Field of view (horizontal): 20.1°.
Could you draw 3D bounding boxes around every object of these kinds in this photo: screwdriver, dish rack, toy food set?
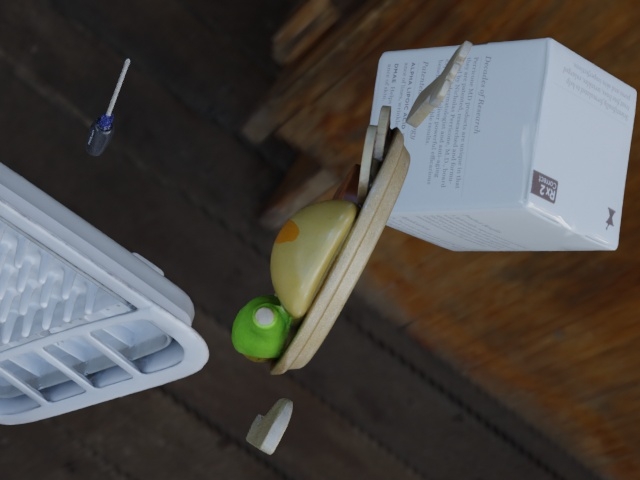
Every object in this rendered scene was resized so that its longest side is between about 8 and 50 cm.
[{"bbox_3d":[-0.198,-0.123,1.708,0.024,0.170,0.025,8,66,-15],"label":"screwdriver"},{"bbox_3d":[-0.274,0.022,1.392,0.333,0.285,0.072,37,49,-37],"label":"dish rack"},{"bbox_3d":[0.000,0.000,0.802,0.038,0.132,0.192,27,81,-3],"label":"toy food set"}]

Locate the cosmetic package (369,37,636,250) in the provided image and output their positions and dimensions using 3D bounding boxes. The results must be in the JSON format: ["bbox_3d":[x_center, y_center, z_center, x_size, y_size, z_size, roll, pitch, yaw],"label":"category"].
[{"bbox_3d":[0.156,-0.079,1.585,0.151,0.183,0.151,20,74,-48],"label":"cosmetic package"}]
